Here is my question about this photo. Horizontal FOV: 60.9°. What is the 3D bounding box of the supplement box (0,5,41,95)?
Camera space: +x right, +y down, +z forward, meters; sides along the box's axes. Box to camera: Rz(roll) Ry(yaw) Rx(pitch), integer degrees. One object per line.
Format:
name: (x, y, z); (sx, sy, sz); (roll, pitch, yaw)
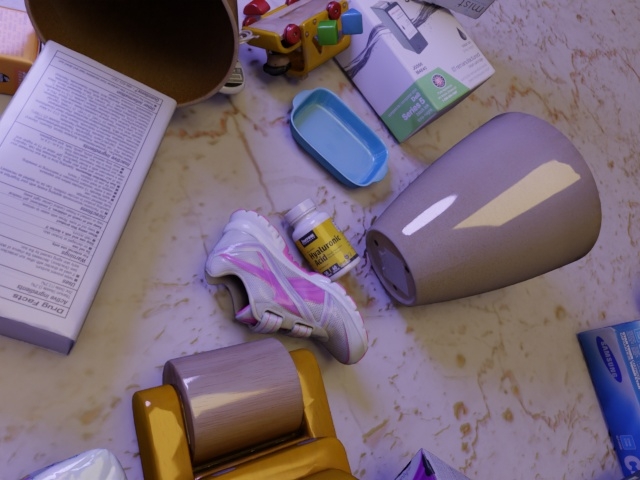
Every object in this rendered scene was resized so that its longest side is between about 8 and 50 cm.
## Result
supplement box: (-0.447, -0.231, 0.616); (0.233, 0.078, 0.080); (2, 70, -27)

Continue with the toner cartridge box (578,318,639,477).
toner cartridge box: (0.591, 0.318, 0.964); (0.165, 0.075, 0.348); (-4, 73, -31)

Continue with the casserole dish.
casserole dish: (0.027, -0.159, 0.869); (0.188, 0.037, 0.114); (42, 57, -9)

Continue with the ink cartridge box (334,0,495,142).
ink cartridge box: (0.143, -0.340, 0.954); (0.198, 0.115, 0.273); (-37, 90, -34)

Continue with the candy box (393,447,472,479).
candy box: (0.170, 0.385, 0.666); (0.233, 0.071, 0.159); (37, 98, -11)

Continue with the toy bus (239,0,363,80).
toy bus: (-0.040, -0.307, 0.851); (0.202, 0.104, 0.191); (-9, 40, 0)

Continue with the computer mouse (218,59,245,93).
computer mouse: (-0.169, -0.289, 0.813); (0.106, 0.042, 0.193); (-6, 68, -35)

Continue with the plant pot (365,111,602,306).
plant pot: (0.215, -0.019, 0.813); (0.274, 0.256, 0.257); (-28, 85, -17)

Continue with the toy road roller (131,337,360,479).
toy road roller: (-0.045, 0.259, 0.543); (0.202, 0.240, 0.330); (-8, 75, -31)

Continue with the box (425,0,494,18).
box: (0.212, -0.503, 0.850); (0.261, 0.231, 0.127); (8, 64, -25)

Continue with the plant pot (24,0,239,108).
plant pot: (-0.206, -0.344, 0.688); (0.237, 0.237, 0.254); (18, 55, -22)

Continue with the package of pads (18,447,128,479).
package of pads: (-0.180, 0.331, 0.450); (0.101, 0.229, 0.297); (-21, 81, -37)

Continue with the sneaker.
sneaker: (-0.051, 0.082, 0.703); (0.252, 0.103, 0.111); (41, 61, -1)

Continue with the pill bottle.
pill bottle: (0.000, 0.000, 0.775); (0.065, 0.065, 0.116); (-35, 89, -34)

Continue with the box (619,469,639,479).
box: (0.472, 0.467, 0.810); (0.232, 0.059, 0.183); (-20, 81, -13)

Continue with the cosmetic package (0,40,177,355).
cosmetic package: (-0.292, -0.048, 0.608); (0.160, 0.113, 0.310); (24, 62, -18)
